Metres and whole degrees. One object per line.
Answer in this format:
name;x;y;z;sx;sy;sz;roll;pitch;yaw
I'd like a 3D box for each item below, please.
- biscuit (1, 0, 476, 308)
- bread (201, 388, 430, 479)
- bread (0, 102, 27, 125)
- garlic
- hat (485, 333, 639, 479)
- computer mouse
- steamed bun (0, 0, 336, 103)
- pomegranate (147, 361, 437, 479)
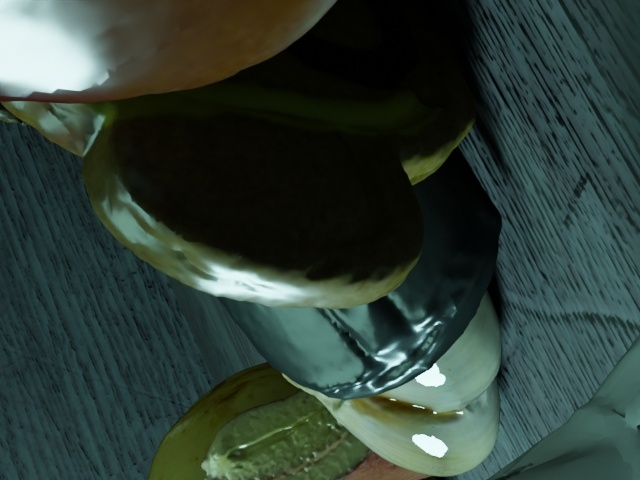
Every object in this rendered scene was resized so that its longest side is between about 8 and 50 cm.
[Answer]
biscuit;-0.036;-0.092;0.636;0.041;0.209;0.290;-59;36;40
bread;0.027;0.116;0.960;0.119;0.192;0.067;-49;59;42
bread;-0.186;-0.155;0.989;0.248;0.315;0.279;61;179;40
garlic;0.046;0.052;0.818;0.124;0.099;0.174;31;153;39
hat;0.105;0.119;0.509;0.203;0.126;0.203;155;90;-84
computer mouse;-0.021;-0.052;0.742;0.137;0.086;0.269;-47;55;34
steamed bun;-0.101;-0.231;0.435;0.379;0.248;0.235;44;-166;-42
pomegranate;-0.022;0.196;1.107;0.215;0.215;0.215;157;90;-81
